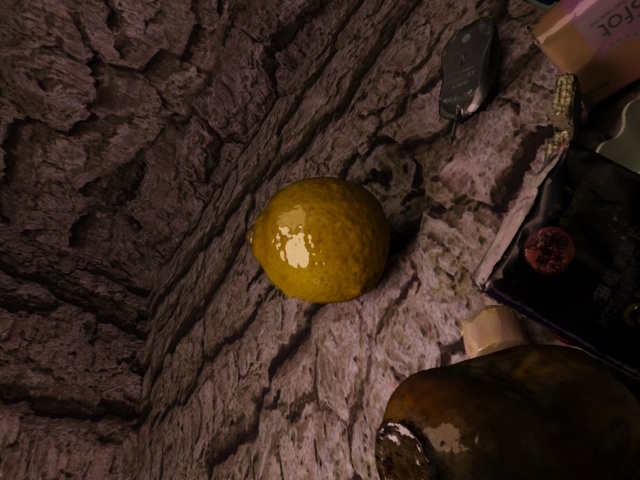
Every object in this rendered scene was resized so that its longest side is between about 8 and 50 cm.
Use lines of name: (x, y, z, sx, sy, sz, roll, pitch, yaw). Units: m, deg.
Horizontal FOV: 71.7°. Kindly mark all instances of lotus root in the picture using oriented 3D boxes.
lotus root: (0.242, 0.273, 0.594, 0.250, 0.346, 0.250, -179, 90, -65)

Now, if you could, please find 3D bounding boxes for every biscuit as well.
biscuit: (0.455, -0.175, 0.839, 0.046, 0.147, 0.249, 8, 80, 34)

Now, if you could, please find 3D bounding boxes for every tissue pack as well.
tissue pack: (0.408, 0.042, 0.591, 0.244, 0.333, 0.123, -60, -5, 5)
tissue pack: (0.559, -0.405, 0.820, 0.257, 0.215, 0.123, -37, 29, 35)

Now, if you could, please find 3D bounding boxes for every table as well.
table: (0.507, -0.106, 0.708, 0.198, 0.167, 0.166, -59, 31, 5)

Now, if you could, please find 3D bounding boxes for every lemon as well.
lemon: (0.000, 0.000, 1.166, 0.350, 0.388, 0.349, -171, 90, -77)

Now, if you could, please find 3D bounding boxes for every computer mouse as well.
computer mouse: (0.396, -0.420, 1.187, 0.167, 0.090, 0.379, 0, 72, 56)

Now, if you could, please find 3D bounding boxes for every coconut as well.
coconut: (0.318, 0.190, 0.801, 0.116, 0.116, 0.122, -42, 32, 29)

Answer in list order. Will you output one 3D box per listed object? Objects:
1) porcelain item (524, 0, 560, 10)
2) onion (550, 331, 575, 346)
porcelain item: (0.525, -0.605, 0.908, 0.157, 0.282, 0.286, -57, -11, 1)
onion: (0.414, 0.108, 0.714, 0.131, 0.131, 0.131, -35, 40, 37)
